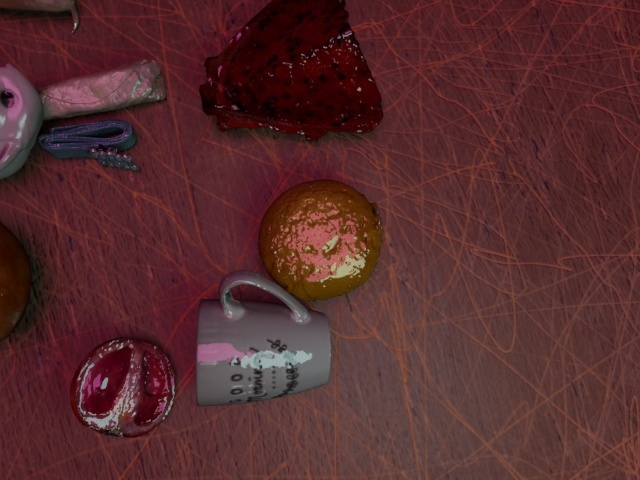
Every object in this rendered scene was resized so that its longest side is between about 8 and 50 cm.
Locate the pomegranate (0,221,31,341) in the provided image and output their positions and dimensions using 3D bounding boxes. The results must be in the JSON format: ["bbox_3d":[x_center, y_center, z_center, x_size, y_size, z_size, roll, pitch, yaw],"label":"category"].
[{"bbox_3d":[-0.631,0.067,0.862,0.228,0.270,0.252,-10,82,-12],"label":"pomegranate"}]

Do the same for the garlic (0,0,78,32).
[{"bbox_3d":[-0.611,-0.519,1.013,0.244,0.145,0.164,9,115,-4],"label":"garlic"}]

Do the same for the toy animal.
[{"bbox_3d":[-0.691,-0.191,0.930,0.357,0.194,0.258,-10,85,-7],"label":"toy animal"}]

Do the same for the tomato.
[{"bbox_3d":[-0.375,0.269,0.950,0.189,0.099,0.173,34,62,-38],"label":"tomato"}]

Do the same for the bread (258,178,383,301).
[{"bbox_3d":[-0.002,0.000,0.977,0.239,0.139,0.240,0,84,-4],"label":"bread"}]

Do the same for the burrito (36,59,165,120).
[{"bbox_3d":[-0.453,-0.297,1.021,0.275,0.059,0.082,-13,100,-5],"label":"burrito"}]

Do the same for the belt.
[{"bbox_3d":[-0.458,-0.185,1.010,0.179,0.065,0.100,-6,76,-3],"label":"belt"}]

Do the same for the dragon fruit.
[{"bbox_3d":[-0.063,-0.333,1.040,0.329,0.228,0.286,-27,53,13],"label":"dragon fruit"}]

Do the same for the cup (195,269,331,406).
[{"bbox_3d":[-0.102,0.167,0.911,0.233,0.186,0.258,-1,120,-9],"label":"cup"}]
